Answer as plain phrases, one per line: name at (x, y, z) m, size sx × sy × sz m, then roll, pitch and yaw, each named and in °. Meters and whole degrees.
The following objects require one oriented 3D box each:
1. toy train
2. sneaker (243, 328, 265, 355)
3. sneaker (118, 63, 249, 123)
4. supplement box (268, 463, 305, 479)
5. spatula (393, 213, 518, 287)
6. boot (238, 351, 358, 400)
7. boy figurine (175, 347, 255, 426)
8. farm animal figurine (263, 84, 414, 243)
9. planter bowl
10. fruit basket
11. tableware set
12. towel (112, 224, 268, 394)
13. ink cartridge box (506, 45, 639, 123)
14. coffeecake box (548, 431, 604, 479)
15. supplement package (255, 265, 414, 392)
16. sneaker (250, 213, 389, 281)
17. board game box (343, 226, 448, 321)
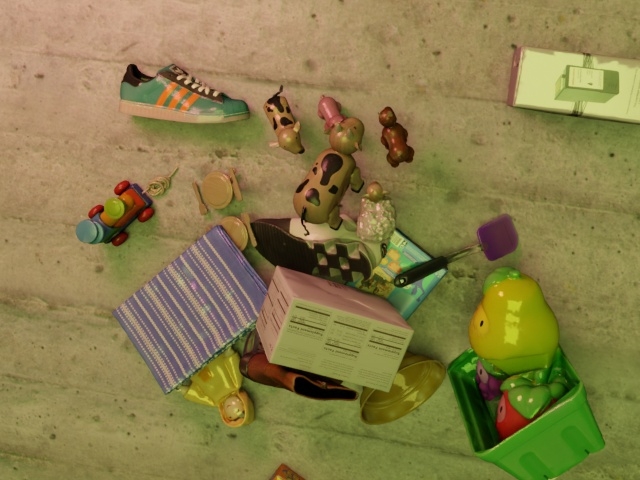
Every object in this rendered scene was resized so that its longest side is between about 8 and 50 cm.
toy train at (-0.435, -0.085, 1.791) m, size 0.248 × 0.143 × 0.105 m, roll -41°, pitch 91°, yaw 12°
sneaker at (-0.120, 0.216, 1.809) m, size 0.095 × 0.104 × 0.236 m, roll 22°, pitch 102°, yaw 3°
sneaker at (-0.301, -0.325, 1.755) m, size 0.303 × 0.108 × 0.120 m, roll 7°, pitch 103°, yaw 9°
supplement box at (-0.131, 0.646, 1.887) m, size 0.078 × 0.080 × 0.233 m, roll 37°, pitch 103°, yaw 1°
spatula at (0.294, 0.035, 1.723) m, size 0.297 × 0.030 × 0.084 m, roll -24°, pitch 95°, yaw -3°
boot at (-0.003, 0.289, 1.683) m, size 0.264 × 0.280 × 0.096 m, roll 21°, pitch 79°, yaw -29°
boy figurine at (-0.257, 0.319, 1.852) m, size 0.177 × 0.092 × 0.285 m, roll -34°, pitch 89°, yaw 9°
farm animal figurine at (0.016, -0.172, 1.638) m, size 0.331 × 0.172 × 0.326 m, roll 9°, pitch 75°, yaw 15°
planter bowl at (0.161, 0.305, 1.764) m, size 0.217 × 0.217 × 0.090 m, roll -42°, pitch 54°, yaw 12°
fruit basket at (0.381, 0.249, 1.606) m, size 0.283 × 0.392 × 0.392 m, roll -37°, pitch 92°, yaw 12°
tableware set at (-0.209, -0.064, 1.811) m, size 0.128 × 0.039 × 0.194 m, roll -17°, pitch 90°, yaw 32°
towel at (-0.284, 0.153, 1.779) m, size 0.336 × 0.040 × 0.243 m, roll -39°, pitch 75°, yaw 8°
ink cartridge box at (0.526, -0.305, 1.585) m, size 0.289 × 0.211 × 0.121 m, roll 9°, pitch 101°, yaw 8°
coffeecake box at (0.509, 0.438, 1.728) m, size 0.068 × 0.142 × 0.185 m, roll 45°, pitch 102°, yaw -1°
supplement package at (0.022, 0.180, 1.644) m, size 0.262 × 0.204 × 0.145 m, roll 18°, pitch 101°, yaw -17°
sneaker at (0.000, 0.000, 1.766) m, size 0.331 × 0.146 × 0.122 m, roll 14°, pitch 129°, yaw 28°
board game box at (0.157, 0.096, 1.779) m, size 0.160 × 0.047 × 0.210 m, roll 39°, pitch 101°, yaw 1°
